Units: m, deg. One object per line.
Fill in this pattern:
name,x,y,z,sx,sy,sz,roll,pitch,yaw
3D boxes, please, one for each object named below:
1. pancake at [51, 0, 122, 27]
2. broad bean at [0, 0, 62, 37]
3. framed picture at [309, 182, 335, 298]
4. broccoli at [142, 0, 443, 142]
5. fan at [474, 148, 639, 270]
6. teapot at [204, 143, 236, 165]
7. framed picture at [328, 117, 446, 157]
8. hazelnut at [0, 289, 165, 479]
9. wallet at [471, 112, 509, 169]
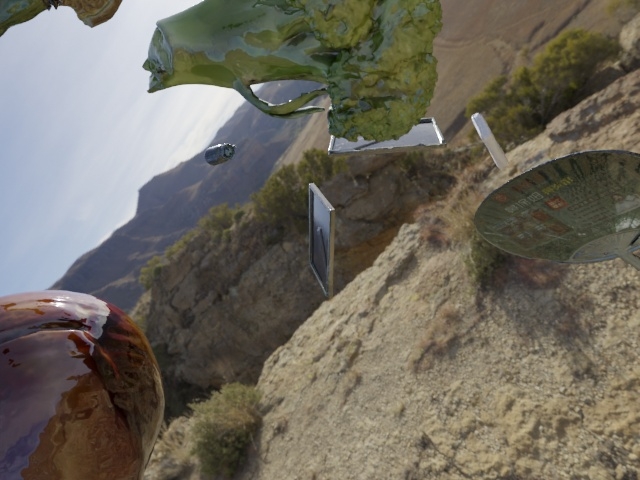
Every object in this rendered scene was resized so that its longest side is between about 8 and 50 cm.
pancake,-0.583,-0.619,0.928,0.029,0.235,0.212,34,121,44
broad bean,-0.428,-0.249,0.483,0.297,0.060,0.043,-21,-16,13
framed picture,0.000,0.000,1.298,0.232,0.024,0.315,-121,28,-56
broccoli,-0.023,-0.234,0.368,0.186,0.302,0.254,-108,29,-67
fan,0.332,-0.004,0.531,0.223,0.294,0.012,-8,49,39
teapot,-0.267,-0.232,1.083,0.083,0.049,0.063,-4,6,34
framed picture,0.164,-0.268,1.024,0.281,0.019,0.209,-2,33,9
hazelnut,-0.263,0.157,0.371,0.229,0.229,0.229,-48,17,20
wallet,0.469,-0.267,1.097,0.033,0.190,0.095,-27,52,28
